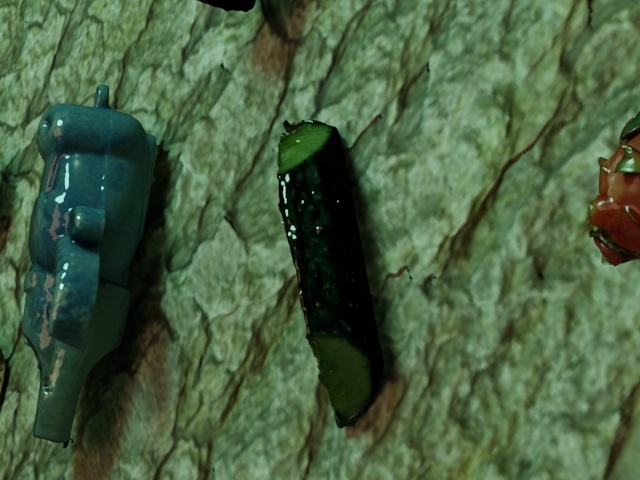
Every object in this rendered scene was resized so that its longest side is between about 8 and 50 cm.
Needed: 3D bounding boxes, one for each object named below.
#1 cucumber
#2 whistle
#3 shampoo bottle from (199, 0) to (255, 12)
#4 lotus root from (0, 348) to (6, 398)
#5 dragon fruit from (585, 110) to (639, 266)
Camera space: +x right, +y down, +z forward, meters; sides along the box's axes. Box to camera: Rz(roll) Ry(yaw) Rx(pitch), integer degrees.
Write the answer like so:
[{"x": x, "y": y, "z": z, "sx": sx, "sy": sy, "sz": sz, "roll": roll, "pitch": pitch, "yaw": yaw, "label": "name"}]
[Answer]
[{"x": 0.000, "y": 0.000, "z": 0.936, "sx": 0.046, "sy": 0.070, "sz": 0.220, "roll": -18, "pitch": 61, "yaw": 11, "label": "cucumber"}, {"x": -0.179, "y": 0.016, "z": 1.112, "sx": 0.180, "sy": 0.093, "sz": 0.269, "roll": 158, "pitch": 122, "yaw": -71, "label": "whistle"}, {"x": -0.037, "y": -0.297, "z": 1.052, "sx": 0.104, "sy": 0.104, "sz": 0.278, "roll": 15, "pitch": 87, "yaw": 50, "label": "shampoo bottle"}, {"x": -0.320, "y": 0.107, "z": 1.251, "sx": 0.135, "sy": 0.095, "sz": 0.159, "roll": 23, "pitch": 134, "yaw": 56, "label": "lotus root"}, {"x": 0.180, "y": -0.035, "z": 0.729, "sx": 0.081, "sy": 0.086, "sz": 0.116, "roll": 37, "pitch": 67, "yaw": 14, "label": "dragon fruit"}]
